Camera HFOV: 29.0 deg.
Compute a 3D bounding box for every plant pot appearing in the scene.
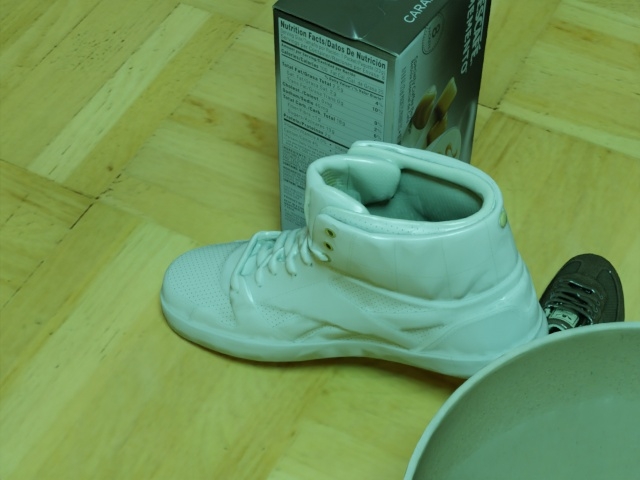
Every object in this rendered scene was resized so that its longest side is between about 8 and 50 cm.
[{"bbox_3d":[0.179,0.213,0.679,0.284,0.191,0.284,0,50,0],"label":"plant pot"}]

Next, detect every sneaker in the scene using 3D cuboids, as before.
[{"bbox_3d":[0.179,0.069,0.880,0.066,0.071,0.188,18,52,15],"label":"sneaker"},{"bbox_3d":[0.000,0.000,0.843,0.293,0.169,0.108,3,47,25],"label":"sneaker"}]

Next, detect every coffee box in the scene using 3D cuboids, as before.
[{"bbox_3d":[0.045,-0.097,0.907,0.098,0.246,0.141,26,54,20],"label":"coffee box"}]
